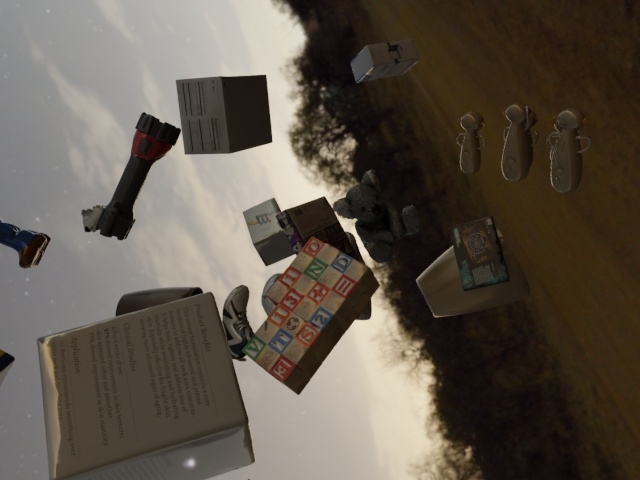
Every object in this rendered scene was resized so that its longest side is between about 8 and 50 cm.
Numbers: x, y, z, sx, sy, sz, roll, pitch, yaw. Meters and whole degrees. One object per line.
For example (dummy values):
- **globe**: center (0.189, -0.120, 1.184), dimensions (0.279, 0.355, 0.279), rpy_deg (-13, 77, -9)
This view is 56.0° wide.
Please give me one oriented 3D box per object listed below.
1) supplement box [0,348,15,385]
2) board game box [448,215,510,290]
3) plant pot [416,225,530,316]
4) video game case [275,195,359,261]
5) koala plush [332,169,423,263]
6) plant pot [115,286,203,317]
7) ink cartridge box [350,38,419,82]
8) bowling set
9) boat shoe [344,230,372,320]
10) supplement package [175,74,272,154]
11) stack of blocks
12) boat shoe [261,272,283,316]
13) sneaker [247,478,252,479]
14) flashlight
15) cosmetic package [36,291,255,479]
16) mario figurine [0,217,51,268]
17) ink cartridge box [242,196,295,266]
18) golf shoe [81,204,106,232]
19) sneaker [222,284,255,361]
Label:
- **supplement box**: center (-0.872, 0.270, 1.240), dimensions (0.357, 0.194, 0.195), rpy_deg (31, -166, -7)
- **board game box**: center (0.435, 0.036, 1.656), dimensions (0.026, 0.126, 0.186), rpy_deg (31, -133, -64)
- **plant pot**: center (0.437, 0.113, 1.803), dimensions (0.256, 0.274, 0.256), rpy_deg (62, -174, -11)
- **video game case**: center (0.000, 0.000, 1.535), dimensions (0.210, 0.042, 0.232), rpy_deg (61, -152, 0)
- **koala plush**: center (0.149, -0.080, 1.786), dimensions (0.221, 0.196, 0.203), rpy_deg (48, 174, -24)
- **plant pot**: center (-0.505, 0.234, 1.867), dimensions (0.215, 0.231, 0.215), rpy_deg (8, -90, -84)
- **ink cartridge box**: center (0.222, -0.620, 2.079), dimensions (0.140, 0.191, 0.082), rpy_deg (-25, 82, 67)
- **bowling set**: center (0.434, -0.210, 1.209), dimensions (0.287, 0.200, 0.154), rpy_deg (20, 121, 44)
- **boat shoe**: center (0.100, 0.101, 1.714), dimensions (0.088, 0.096, 0.267), rpy_deg (15, -128, -33)
- **supplement package**: center (-0.262, -0.358, 1.697), dimensions (0.262, 0.145, 0.203), rpy_deg (-34, -58, -62)
- **stack of blocks**: center (-0.032, 0.156, 1.297), dimensions (0.171, 0.297, 0.087), rpy_deg (28, 164, 35)
- **boat shoe**: center (-0.083, 0.161, 1.598), dimensions (0.367, 0.136, 0.156), rpy_deg (-95, 22, -61)
- **sneaker**: center (-0.216, 0.749, 1.779), dimensions (0.067, 0.118, 0.042), rpy_deg (45, -141, 12)
- **flashlight**: center (-0.443, -0.152, 1.453), dimensions (0.103, 0.304, 0.103), rpy_deg (20, -173, -43)
- **cosmetic package**: center (-0.383, 0.374, 1.377), dimensions (0.327, 0.394, 0.329), rpy_deg (94, 159, -55)
- **mario figurine**: center (-0.783, -0.015, 1.327), dimensions (0.321, 0.198, 0.170), rpy_deg (27, -131, -13)
- **ink cartridge box**: center (-0.172, -0.031, 2.057), dimensions (0.128, 0.127, 0.176), rpy_deg (65, -178, -46)
- **golf shoe**: center (-0.741, -0.070, 2.013), dimensions (0.069, 0.176, 0.085), rpy_deg (8, -104, -42)
- **sneaker**: center (-0.234, 0.265, 1.856), dimensions (0.234, 0.153, 0.094), rpy_deg (-66, -28, -10)
